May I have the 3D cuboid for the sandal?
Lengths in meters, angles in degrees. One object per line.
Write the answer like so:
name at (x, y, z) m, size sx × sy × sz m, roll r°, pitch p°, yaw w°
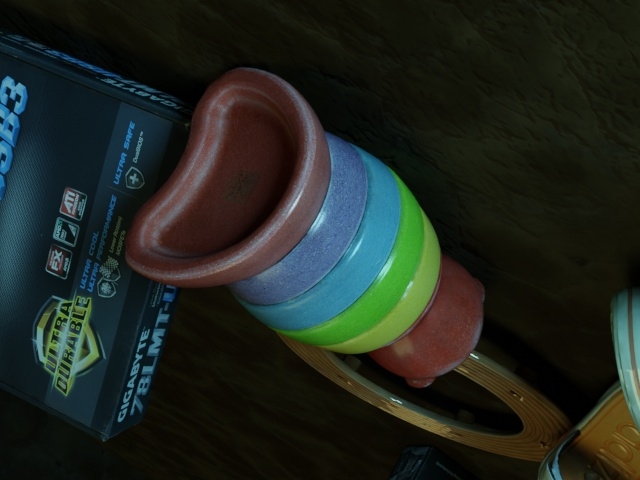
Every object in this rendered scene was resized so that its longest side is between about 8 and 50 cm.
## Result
sandal at (0.247, 0.212, 1.150) m, size 0.102 × 0.076 × 0.265 m, roll 32°, pitch 142°, yaw 15°

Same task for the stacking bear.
stacking bear at (0.022, 0.018, 1.007) m, size 0.164 × 0.175 × 0.289 m, roll 18°, pitch 167°, yaw 48°

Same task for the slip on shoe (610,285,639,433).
slip on shoe at (0.320, 0.144, 0.974) m, size 0.101 × 0.123 × 0.331 m, roll -28°, pitch 120°, yaw 29°

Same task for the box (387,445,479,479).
box at (0.182, 0.442, 1.630) m, size 0.307 × 0.242 × 0.076 m, roll 37°, pitch 158°, yaw -16°

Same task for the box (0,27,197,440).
box at (-0.254, -0.019, 1.122) m, size 0.293 × 0.295 × 0.073 m, roll 23°, pitch -163°, yaw 18°

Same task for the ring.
ring at (0.107, 0.136, 1.297) m, size 0.337 × 0.032 × 0.336 m, roll 24°, pitch 161°, yaw 9°
